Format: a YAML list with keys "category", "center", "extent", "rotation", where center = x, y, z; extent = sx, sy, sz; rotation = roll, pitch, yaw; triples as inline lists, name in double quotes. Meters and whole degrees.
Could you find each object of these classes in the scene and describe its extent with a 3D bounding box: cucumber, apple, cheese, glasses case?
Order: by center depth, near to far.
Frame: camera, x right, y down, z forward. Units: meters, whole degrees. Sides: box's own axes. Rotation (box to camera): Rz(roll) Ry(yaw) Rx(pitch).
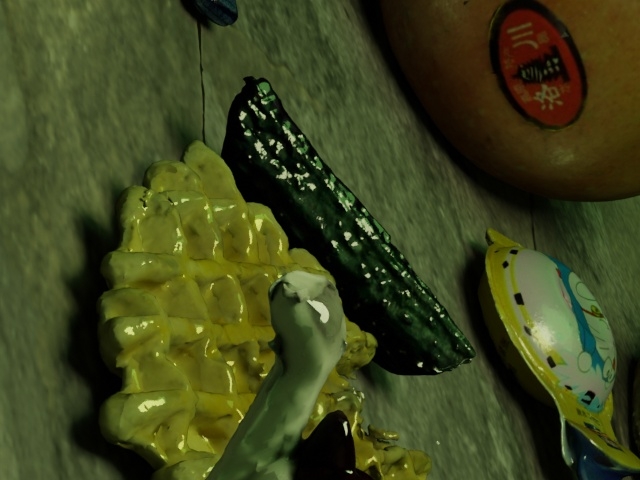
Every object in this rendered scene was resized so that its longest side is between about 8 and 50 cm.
- category: "cucumber"
  center: [0.000, 0.000, 1.133]
  extent: [0.046, 0.070, 0.220]
  rotation: [-46, 110, -25]
- category: "glasses case"
  center: [-0.075, -0.171, 1.221]
  extent: [0.033, 0.023, 0.083]
  rotation: [27, 38, -43]
- category: "cheese"
  center: [0.174, 0.096, 1.351]
  extent: [0.156, 0.064, 0.250]
  rotation: [26, 38, -49]
- category: "apple"
  center: [0.222, -0.198, 1.485]
  extent: [0.338, 0.305, 0.338]
  rotation: [43, 31, -34]

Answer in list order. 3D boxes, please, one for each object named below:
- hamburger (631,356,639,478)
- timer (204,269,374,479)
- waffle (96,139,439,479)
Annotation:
- category: "hamburger"
  center: [0.352, 0.172, 1.522]
  extent: [0.259, 0.144, 0.283]
  rotation: [43, 24, -28]
- category: "timer"
  center: [-0.072, 0.134, 0.583]
  extent: [0.175, 0.266, 0.175]
  rotation: [44, 28, -32]
- category: "waffle"
  center: [-0.029, 0.077, 0.994]
  extent: [0.250, 0.056, 0.261]
  rotation: [48, 29, -22]
